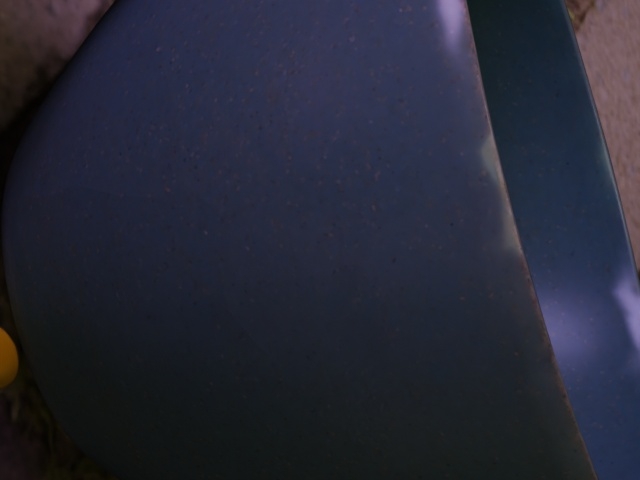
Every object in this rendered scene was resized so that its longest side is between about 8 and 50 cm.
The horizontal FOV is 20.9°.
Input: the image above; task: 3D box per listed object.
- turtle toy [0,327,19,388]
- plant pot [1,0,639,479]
[{"bbox_3d":[-0.168,0.019,0.594,0.095,0.066,0.130,-22,93,-45],"label":"turtle toy"},{"bbox_3d":[0.000,0.000,0.643,0.290,0.195,0.290,-15,90,-74],"label":"plant pot"}]
